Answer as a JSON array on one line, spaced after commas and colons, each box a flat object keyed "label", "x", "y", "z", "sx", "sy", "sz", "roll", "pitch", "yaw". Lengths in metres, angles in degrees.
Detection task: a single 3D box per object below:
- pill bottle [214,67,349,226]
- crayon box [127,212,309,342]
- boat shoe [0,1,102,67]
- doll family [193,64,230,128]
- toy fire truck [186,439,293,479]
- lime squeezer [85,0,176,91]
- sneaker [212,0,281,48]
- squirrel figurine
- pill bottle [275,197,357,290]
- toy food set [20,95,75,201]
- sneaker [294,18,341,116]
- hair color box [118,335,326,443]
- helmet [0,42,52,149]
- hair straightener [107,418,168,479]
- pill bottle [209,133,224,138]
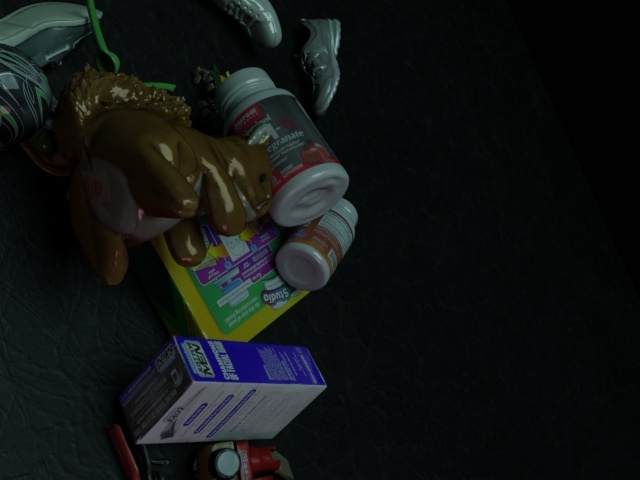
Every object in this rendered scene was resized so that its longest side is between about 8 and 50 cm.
[{"label": "pill bottle", "x": -0.092, "y": -0.200, "z": 1.658, "sx": 0.176, "sy": 0.176, "sz": 0.318, "roll": -6, "pitch": 55, "yaw": -47}, {"label": "crayon box", "x": -0.198, "y": 0.042, "z": 1.655, "sx": 0.363, "sy": 0.106, "sz": 0.313, "roll": -36, "pitch": 101, "yaw": -49}, {"label": "boat shoe", "x": -0.532, "y": -0.374, "z": 1.516, "sx": 0.319, "sy": 0.116, "sz": 0.099, "roll": -47, "pitch": 151, "yaw": -53}, {"label": "doll family", "x": -0.213, "y": -0.316, "z": 1.823, "sx": 0.111, "sy": 0.076, "sz": 0.192, "roll": 1, "pitch": 78, "yaw": -51}, {"label": "toy fire truck", "x": -0.119, "y": 0.488, "z": 1.536, "sx": 0.247, "sy": 0.158, "sz": 0.216, "roll": 0, "pitch": 73, "yaw": -36}, {"label": "lime squeezer", "x": -0.395, "y": -0.353, "z": 1.609, "sx": 0.110, "sy": 0.059, "sz": 0.310, "roll": -50, "pitch": 146, "yaw": -6}, {"label": "sneaker", "x": -0.213, "y": -0.567, "z": 1.913, "sx": 0.290, "sy": 0.106, "sz": 0.123, "roll": 53, "pitch": 46, "yaw": 0}, {"label": "squirrel figurine", "x": -0.260, "y": -0.155, "z": 1.430, "sx": 0.370, "sy": 0.281, "sz": 0.397, "roll": -21, "pitch": 70, "yaw": -49}, {"label": "pill bottle", "x": 0.000, "y": 0.000, "z": 1.718, "sx": 0.121, "sy": 0.121, "sz": 0.216, "roll": 53, "pitch": 40, "yaw": -16}, {"label": "toy food set", "x": -0.478, "y": -0.194, "z": 1.488, "sx": 0.217, "sy": 0.071, "sz": 0.128, "roll": 53, "pitch": 43, "yaw": -16}, {"label": "sneaker", "x": -0.015, "y": -0.450, "z": 2.089, "sx": 0.115, "sy": 0.105, "sz": 0.281, "roll": 6, "pitch": 68, "yaw": -13}, {"label": "hair color box", "x": -0.173, "y": 0.279, "z": 1.486, "sx": 0.339, "sy": 0.185, "sz": 0.110, "roll": 12, "pitch": 38, "yaw": -49}, {"label": "helmet", "x": -0.535, "y": -0.246, "z": 1.342, "sx": 0.169, "sy": 0.161, "sz": 0.169, "roll": 26, "pitch": 43, "yaw": -27}, {"label": "hair straightener", "x": -0.295, "y": 0.417, "z": 1.431, "sx": 0.089, "sy": 0.047, "sz": 0.230, "roll": -21, "pitch": 84, "yaw": -49}, {"label": "pill bottle", "x": -0.235, "y": -0.181, "z": 1.725, "sx": 0.160, "sy": 0.087, "sz": 0.087, "roll": -25, "pitch": 92, "yaw": -48}]
